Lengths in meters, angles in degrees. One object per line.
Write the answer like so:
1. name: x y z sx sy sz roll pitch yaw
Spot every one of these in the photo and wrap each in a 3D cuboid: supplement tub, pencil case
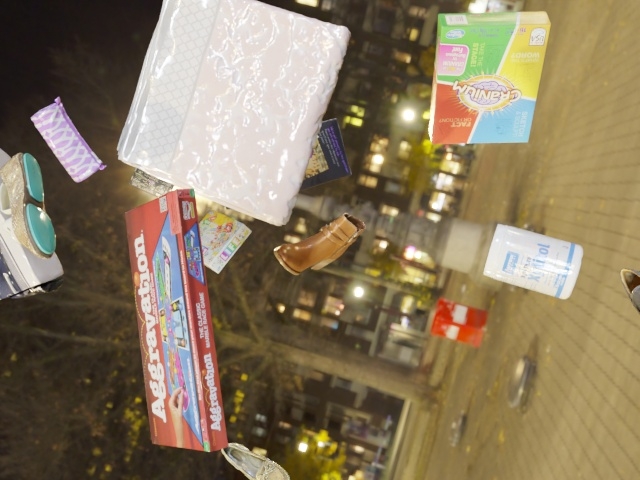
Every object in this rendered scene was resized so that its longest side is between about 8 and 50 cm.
1. supplement tub: 0.262 0.026 0.944 0.071 0.107 0.071 16 -90 -77
2. pencil case: -0.616 -0.240 1.870 0.206 0.088 0.086 58 -156 -25

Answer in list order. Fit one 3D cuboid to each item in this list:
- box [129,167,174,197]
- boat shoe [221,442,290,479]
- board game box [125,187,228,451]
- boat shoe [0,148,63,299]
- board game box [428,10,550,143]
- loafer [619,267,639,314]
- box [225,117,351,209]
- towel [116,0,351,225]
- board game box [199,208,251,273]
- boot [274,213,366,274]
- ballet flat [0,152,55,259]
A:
1. box: -0.332 -0.121 1.525 0.067 0.083 0.018 -55 17 41
2. boat shoe: -0.131 0.450 1.522 0.056 0.153 0.048 -57 -27 -10
3. board game box: -0.169 0.093 0.872 0.145 0.027 0.281 -15 82 53
4. boat shoe: -0.707 -0.025 1.674 0.341 0.158 0.127 69 -157 -5
5. board game box: 0.385 -0.373 1.783 0.064 0.242 0.316 -90 -2 -47
6. loafer: 0.529 0.098 1.237 0.062 0.061 0.170 -59 8 19
7. box: -0.092 -0.178 1.779 0.165 0.270 0.143 -2 104 61
8. towel: -0.148 -0.229 1.243 0.053 0.317 0.332 -28 -42 -78
9. board game box: -0.207 -0.001 1.493 0.103 0.026 0.154 -53 33 -10
10. boot: 0.000 0.000 1.620 0.152 0.073 0.197 -40 -17 24
11. ballet flat: -0.463 -0.044 1.192 0.073 0.067 0.206 52 -167 -55
